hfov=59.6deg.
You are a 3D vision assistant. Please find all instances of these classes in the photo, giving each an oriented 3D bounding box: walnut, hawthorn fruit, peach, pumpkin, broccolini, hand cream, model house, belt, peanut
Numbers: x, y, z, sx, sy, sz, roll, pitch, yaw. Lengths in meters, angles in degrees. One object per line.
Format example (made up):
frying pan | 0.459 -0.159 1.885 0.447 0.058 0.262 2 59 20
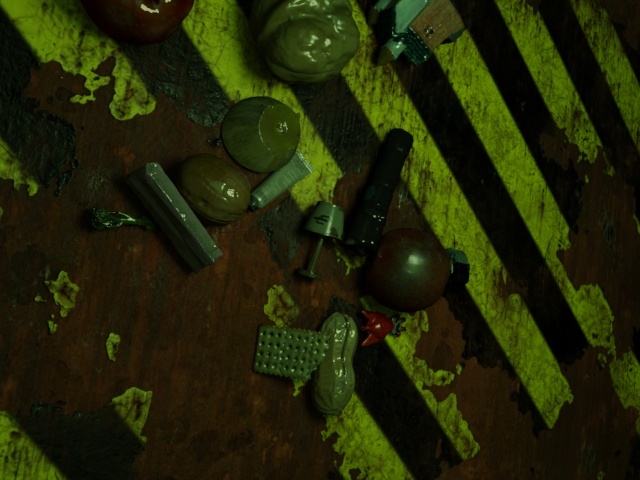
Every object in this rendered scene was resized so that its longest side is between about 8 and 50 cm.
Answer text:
walnut | -0.274 -0.125 1.412 0.207 0.167 0.167 37 73 -9
hawthorn fruit | -0.425 -0.592 1.294 0.275 0.299 0.276 -13 118 -24
peach | 0.251 0.084 1.632 0.252 0.252 0.253 1 88 -27
pumpkin | -0.144 -0.300 1.506 0.217 0.110 0.218 5 80 -26
broccolini | -0.462 -0.038 1.383 0.216 0.067 0.058 11 87 -35
walnut | -0.043 -0.552 1.489 0.276 0.253 0.282 -17 95 -28
hand cream | -0.119 -0.162 1.561 0.234 0.050 0.080 -43 100 -26
model house | 0.257 -0.649 1.709 0.291 0.184 0.253 -48 115 -5
belt | 0.425 0.095 1.790 0.058 0.105 0.140 7 75 -26
peanut | 0.040 0.348 1.578 0.129 0.130 0.291 7 83 -26

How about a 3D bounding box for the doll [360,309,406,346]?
doll | 0.192 0.261 1.692 0.168 0.057 0.109 0 91 -26

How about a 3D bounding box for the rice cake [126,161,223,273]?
rice cake | -0.354 -0.054 1.369 0.298 0.106 0.050 57 44 -18

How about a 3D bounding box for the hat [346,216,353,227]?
hat | 0.101 -0.027 1.672 0.058 0.042 0.087 -1 55 -32

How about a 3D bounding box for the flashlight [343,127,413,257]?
flashlight | 0.178 -0.152 1.651 0.103 0.103 0.424 33 65 -22

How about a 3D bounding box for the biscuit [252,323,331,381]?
biscuit | -0.081 0.308 1.528 0.203 0.016 0.144 9 84 3

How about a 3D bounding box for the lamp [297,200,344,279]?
lamp | 0.000 0.000 1.573 0.121 0.121 0.215 19 89 -25
